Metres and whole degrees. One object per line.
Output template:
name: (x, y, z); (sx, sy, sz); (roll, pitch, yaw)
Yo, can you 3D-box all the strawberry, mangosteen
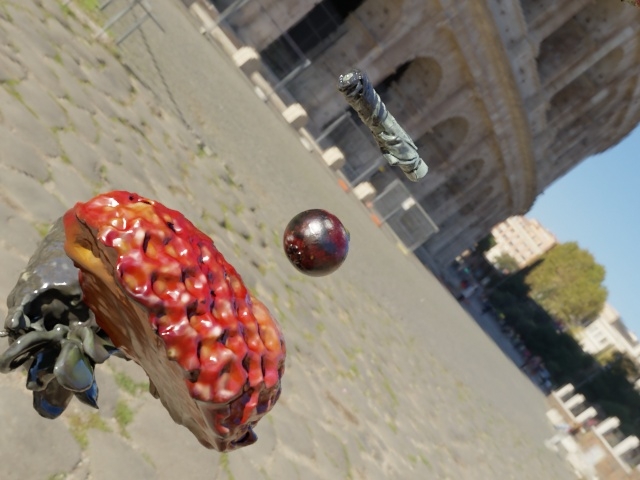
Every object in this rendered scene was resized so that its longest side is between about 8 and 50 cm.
strawberry: (-0.146, 0.073, 0.815); (0.265, 0.149, 0.336); (32, -30, 39)
mangosteen: (-0.003, 0.001, 0.857); (0.081, 0.081, 0.081); (51, 8, -9)

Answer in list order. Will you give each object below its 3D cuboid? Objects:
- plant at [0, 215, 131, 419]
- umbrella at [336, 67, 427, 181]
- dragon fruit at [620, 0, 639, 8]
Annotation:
plant: (-0.321, 0.104, 1.028); (0.199, 0.189, 0.276); (104, -6, -49)
umbrella: (0.082, -0.147, 0.989); (0.188, 0.050, 0.046); (49, -9, -36)
dragon fruit: (0.265, -0.339, 0.633); (0.302, 0.231, 0.237); (66, -17, -16)
